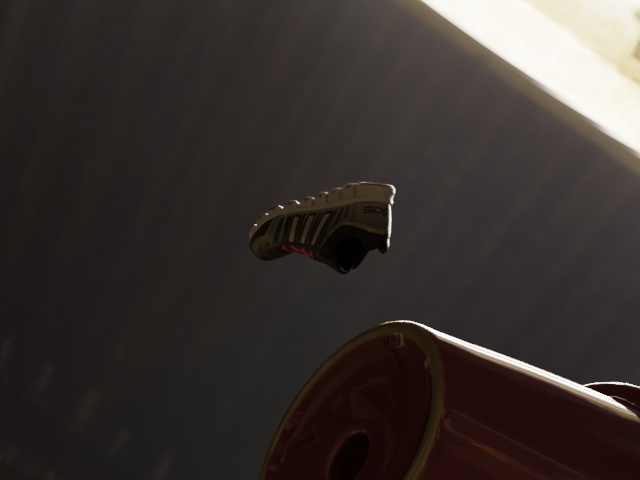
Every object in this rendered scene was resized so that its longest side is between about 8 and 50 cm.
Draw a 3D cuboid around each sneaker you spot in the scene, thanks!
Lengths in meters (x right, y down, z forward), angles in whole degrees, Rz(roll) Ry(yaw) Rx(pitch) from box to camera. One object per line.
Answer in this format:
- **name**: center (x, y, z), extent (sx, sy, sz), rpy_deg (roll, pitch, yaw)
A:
- **sneaker**: center (0.000, 0.000, 1.554), extent (0.170, 0.075, 0.063), rpy_deg (-18, -22, 32)

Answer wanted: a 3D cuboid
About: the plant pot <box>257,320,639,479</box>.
- **plant pot**: center (0.077, 0.136, 0.766), extent (0.180, 0.201, 0.201), rpy_deg (35, -32, -26)
